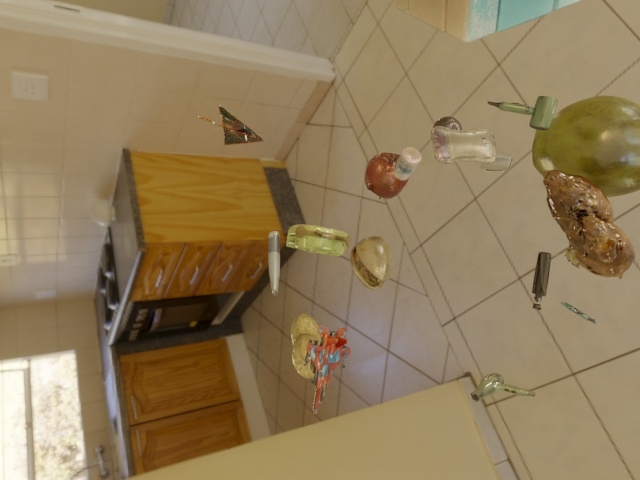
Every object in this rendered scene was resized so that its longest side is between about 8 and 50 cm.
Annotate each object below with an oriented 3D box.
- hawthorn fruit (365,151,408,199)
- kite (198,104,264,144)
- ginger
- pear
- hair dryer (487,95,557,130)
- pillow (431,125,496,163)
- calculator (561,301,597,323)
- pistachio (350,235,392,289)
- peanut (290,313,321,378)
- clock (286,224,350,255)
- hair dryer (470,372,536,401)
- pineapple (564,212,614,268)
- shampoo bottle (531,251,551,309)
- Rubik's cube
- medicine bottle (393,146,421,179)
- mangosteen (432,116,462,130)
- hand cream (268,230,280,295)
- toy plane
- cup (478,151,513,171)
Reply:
[{"bbox_3d":[0.211,-0.201,1.505,0.148,0.148,0.172,63,150,32],"label":"hawthorn fruit"},{"bbox_3d":[-0.206,-0.255,1.063,0.190,0.159,0.010,112,177,-73],"label":"kite"},{"bbox_3d":[0.783,-0.060,1.373,0.152,0.274,0.357,-35,56,34],"label":"ginger"},{"bbox_3d":[0.954,-0.319,1.596,0.414,0.352,0.351,13,104,34],"label":"pear"},{"bbox_3d":[0.467,-0.308,1.081,0.150,0.047,0.071,17,100,16],"label":"hair dryer"},{"bbox_3d":[0.467,-0.308,1.495,0.038,0.233,0.130,129,138,-70],"label":"pillow"},{"bbox_3d":[0.854,0.238,1.530,0.019,0.141,0.094,-59,28,12],"label":"calculator"},{"bbox_3d":[0.148,0.058,1.303,0.184,0.125,0.124,-96,26,-44],"label":"pistachio"},{"bbox_3d":[-0.033,0.248,1.112,0.187,0.082,0.082,-100,23,-61],"label":"peanut"},{"bbox_3d":[0.000,0.000,1.836,0.308,0.235,0.096,168,114,-75],"label":"clock"},{"bbox_3d":[0.741,0.637,1.941,0.225,0.219,0.088,-168,69,-67],"label":"hair dryer"},{"bbox_3d":[0.923,0.024,1.557,0.233,0.080,0.135,95,177,-47],"label":"pineapple"},{"bbox_3d":[0.525,0.096,1.101,0.048,0.027,0.137,-98,12,-80],"label":"shampoo bottle"},{"bbox_3d":[0.360,-0.669,1.001,0.315,0.322,0.318,79,164,-45],"label":"Rubik's cube"},{"bbox_3d":[0.225,-0.199,1.202,0.089,0.052,0.052,110,145,-62],"label":"medicine bottle"},{"bbox_3d":[0.549,-0.481,2.030,0.140,0.140,0.140,7,98,57],"label":"mangosteen"},{"bbox_3d":[-0.180,0.088,1.812,0.079,0.048,0.255,79,-173,-68],"label":"hand cream"},{"bbox_3d":[0.005,0.277,0.999,0.061,0.130,0.189,21,93,49],"label":"toy plane"},{"bbox_3d":[0.646,-0.287,1.715,0.116,0.104,0.074,15,63,24],"label":"cup"}]
